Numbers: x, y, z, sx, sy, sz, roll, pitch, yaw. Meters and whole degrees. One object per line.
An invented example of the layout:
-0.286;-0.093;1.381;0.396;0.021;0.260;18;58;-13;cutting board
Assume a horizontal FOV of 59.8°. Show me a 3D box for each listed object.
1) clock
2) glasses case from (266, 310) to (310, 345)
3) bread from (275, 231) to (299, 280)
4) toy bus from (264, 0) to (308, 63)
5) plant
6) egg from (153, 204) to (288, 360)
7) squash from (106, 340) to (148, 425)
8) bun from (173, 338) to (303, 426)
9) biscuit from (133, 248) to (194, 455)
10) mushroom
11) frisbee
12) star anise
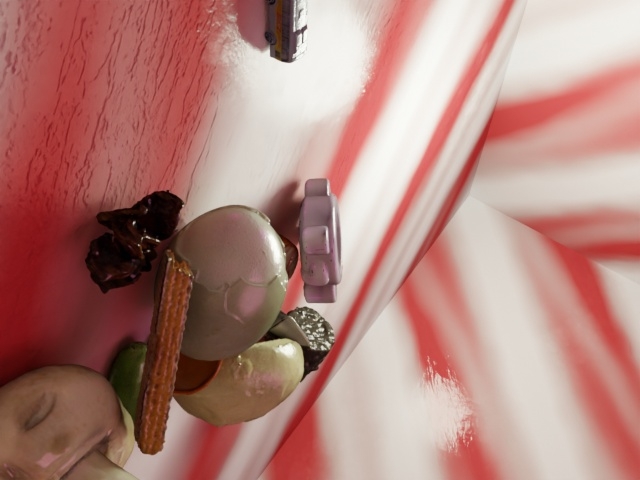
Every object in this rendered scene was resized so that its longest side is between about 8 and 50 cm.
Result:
0.000;0.000;1.621;0.322;0.114;0.295;81;9;-55;clock
-0.121;0.260;1.670;0.083;0.128;0.308;-47;-169;-9;glasses case
-0.199;0.119;1.499;0.327;0.114;0.295;-57;160;0;bread
-0.062;-0.436;1.073;0.064;0.075;0.190;-46;156;-31;toy bus
-0.103;0.405;2.000;0.312;0.213;0.215;-57;164;27;plant
-0.208;0.081;1.191;0.278;0.278;0.336;-27;142;-54;egg
-0.472;0.396;1.296;0.101;0.101;0.378;-13;133;-63;squash
-0.217;0.383;1.480;0.365;0.202;0.364;-11;167;-3;bun
-0.294;0.208;1.034;0.054;0.094;0.378;8;99;-22;biscuit
-0.477;0.394;1.031;0.325;0.353;0.353;-100;-146;-70;mushroom
-0.322;0.270;1.324;0.192;0.192;0.035;-55;165;-8;frisbee
-0.336;-0.010;0.992;0.220;0.126;0.190;-50;175;19;star anise
